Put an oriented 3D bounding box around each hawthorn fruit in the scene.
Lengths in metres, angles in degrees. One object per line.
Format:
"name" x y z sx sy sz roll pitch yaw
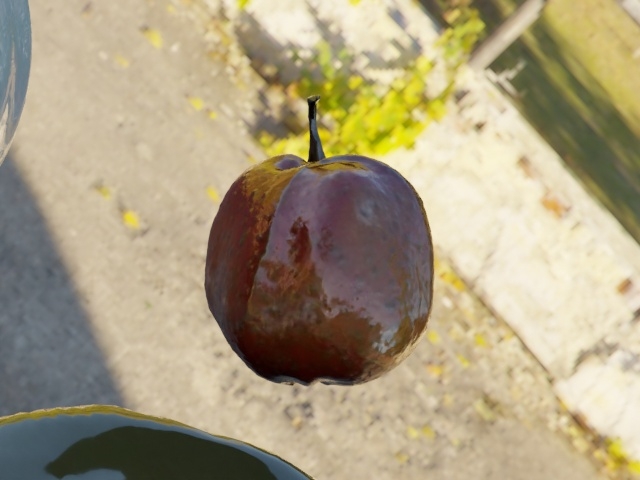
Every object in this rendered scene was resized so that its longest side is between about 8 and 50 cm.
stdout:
"hawthorn fruit" 0.000 0.000 0.954 0.157 0.157 0.194 4 86 -58

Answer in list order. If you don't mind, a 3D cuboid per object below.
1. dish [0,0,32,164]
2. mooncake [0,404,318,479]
"dish" -0.302 -0.092 0.760 0.316 0.316 0.106 32 8 -31
"mooncake" -0.108 0.291 0.889 0.378 0.201 0.378 22 29 -13
